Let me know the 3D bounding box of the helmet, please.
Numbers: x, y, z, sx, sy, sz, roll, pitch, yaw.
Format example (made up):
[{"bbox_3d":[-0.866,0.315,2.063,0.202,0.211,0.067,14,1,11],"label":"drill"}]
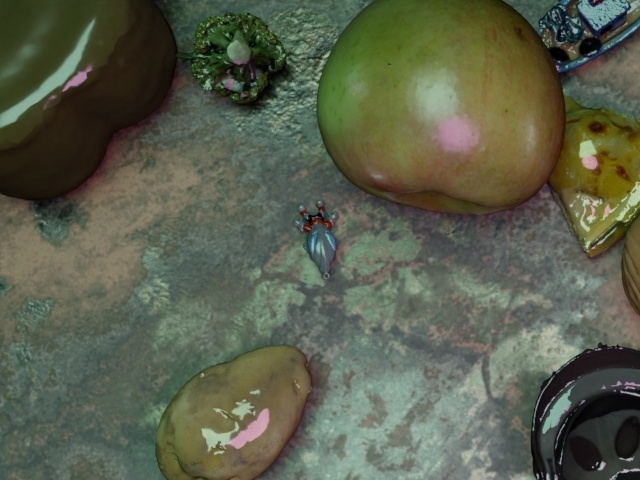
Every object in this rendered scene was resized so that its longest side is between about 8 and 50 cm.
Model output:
[{"bbox_3d":[0.378,0.291,1.750,0.225,0.177,0.305,-16,69,0],"label":"helmet"}]

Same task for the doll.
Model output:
[{"bbox_3d":[0.000,-0.001,1.949,0.057,0.039,0.114,2,63,-33],"label":"doll"}]

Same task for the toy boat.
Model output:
[{"bbox_3d":[0.385,-0.316,1.919,0.223,0.097,0.100,-37,77,1],"label":"toy boat"}]

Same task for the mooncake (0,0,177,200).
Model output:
[{"bbox_3d":[-0.442,-0.292,1.978,0.467,0.262,0.467,-3,77,12],"label":"mooncake"}]

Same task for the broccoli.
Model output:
[{"bbox_3d":[-0.119,-0.257,1.983,0.130,0.120,0.131,-40,99,-7],"label":"broccoli"}]

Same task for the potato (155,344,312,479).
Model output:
[{"bbox_3d":[-0.111,0.238,1.871,0.234,0.128,0.161,-23,79,-1],"label":"potato"}]

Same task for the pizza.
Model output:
[{"bbox_3d":[0.360,-0.089,1.884,0.188,0.080,0.204,26,85,14],"label":"pizza"}]

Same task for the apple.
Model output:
[{"bbox_3d":[0.156,-0.181,1.822,0.319,0.319,0.277,8,82,12],"label":"apple"}]

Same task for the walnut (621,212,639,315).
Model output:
[{"bbox_3d":[0.500,0.042,1.769,0.261,0.225,0.225,40,87,17],"label":"walnut"}]
